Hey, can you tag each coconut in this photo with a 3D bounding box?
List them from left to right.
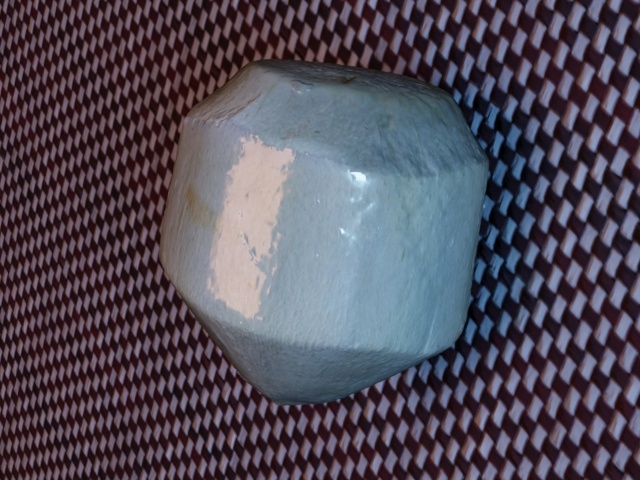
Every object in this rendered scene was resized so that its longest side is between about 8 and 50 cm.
[{"bbox_3d":[0.000,0.000,1.388,0.237,0.237,0.266,30,119,54],"label":"coconut"}]
